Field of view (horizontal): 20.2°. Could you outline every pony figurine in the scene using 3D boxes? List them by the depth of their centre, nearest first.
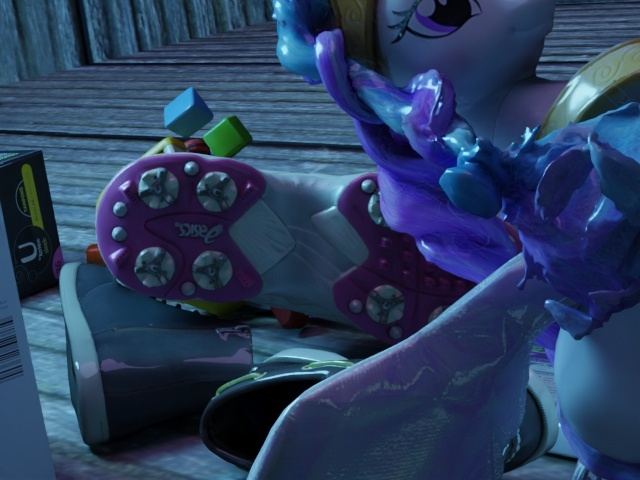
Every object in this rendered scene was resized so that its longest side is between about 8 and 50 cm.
[{"bbox_3d":[0.128,0.038,0.706,0.363,0.351,0.303,23,33,32],"label":"pony figurine"}]

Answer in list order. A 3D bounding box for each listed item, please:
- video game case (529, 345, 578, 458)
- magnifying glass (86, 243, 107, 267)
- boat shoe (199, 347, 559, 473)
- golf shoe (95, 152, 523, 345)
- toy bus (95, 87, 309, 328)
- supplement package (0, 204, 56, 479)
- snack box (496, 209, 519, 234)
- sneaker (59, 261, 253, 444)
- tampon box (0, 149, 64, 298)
[{"bbox_3d":[0.156,0.082,1.076,0.183,0.023,0.201,-19,16,-38],"label":"video game case"},{"bbox_3d":[-0.094,0.002,1.599,0.231,0.026,0.092,-5,13,7],"label":"magnifying glass"},{"bbox_3d":[0.026,0.100,0.968,0.068,0.081,0.228,-24,12,-40],"label":"boat shoe"},{"bbox_3d":[0.000,0.000,1.213,0.306,0.115,0.140,13,3,-10],"label":"golf shoe"},{"bbox_3d":[-0.080,0.004,1.376,0.104,0.202,0.191,-37,12,18],"label":"toy bus"},{"bbox_3d":[-0.280,0.066,1.052,0.149,0.194,0.203,-17,16,-35],"label":"supplement package"},{"bbox_3d":[0.058,0.003,1.282,0.178,0.064,0.022,-21,37,47],"label":"snack box"},{"bbox_3d":[-0.111,0.071,1.204,0.118,0.083,0.222,-6,22,-10],"label":"sneaker"},{"bbox_3d":[-0.321,-0.011,1.582,0.161,0.120,0.101,2,17,39],"label":"tampon box"}]
